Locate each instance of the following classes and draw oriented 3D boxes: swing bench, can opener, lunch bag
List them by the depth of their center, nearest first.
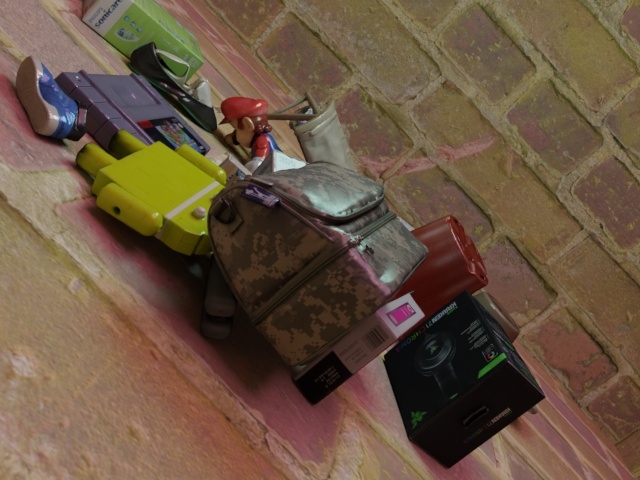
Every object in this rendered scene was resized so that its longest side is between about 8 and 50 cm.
[{"bbox_3d":[-0.008,0.007,0.975,0.256,0.212,0.305,50,26,5],"label":"lunch bag"},{"bbox_3d":[-0.176,0.048,1.022,0.095,0.075,0.283,11,24,-10],"label":"can opener"},{"bbox_3d":[-0.008,-0.253,1.830,0.255,0.165,0.253,36,-28,56],"label":"swing bench"}]

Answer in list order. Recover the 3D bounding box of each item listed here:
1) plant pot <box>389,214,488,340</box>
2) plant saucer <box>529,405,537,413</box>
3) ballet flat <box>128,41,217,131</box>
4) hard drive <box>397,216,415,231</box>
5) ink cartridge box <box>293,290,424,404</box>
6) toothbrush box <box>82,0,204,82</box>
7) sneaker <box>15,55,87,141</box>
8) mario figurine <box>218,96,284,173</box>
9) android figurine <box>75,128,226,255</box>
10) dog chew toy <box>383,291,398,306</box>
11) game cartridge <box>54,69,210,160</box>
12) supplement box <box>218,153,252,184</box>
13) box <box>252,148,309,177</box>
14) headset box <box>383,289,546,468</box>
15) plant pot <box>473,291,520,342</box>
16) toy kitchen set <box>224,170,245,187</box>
[{"bbox_3d":[0.266,0.082,1.688,0.272,0.265,0.272,48,24,-30],"label":"plant pot"},{"bbox_3d":[0.551,0.380,2.098,0.400,0.101,0.400,57,11,-18],"label":"plant saucer"},{"bbox_3d":[-0.338,-0.381,1.626,0.280,0.096,0.095,38,16,-36],"label":"ballet flat"},{"bbox_3d":[0.215,0.030,1.922,0.353,0.233,0.047,32,57,-48],"label":"hard drive"},{"bbox_3d":[0.089,0.179,1.184,0.069,0.176,0.371,50,14,9],"label":"ink cartridge box"},{"bbox_3d":[-0.448,-0.535,1.670,0.283,0.122,0.206,38,17,-36],"label":"toothbrush box"},{"bbox_3d":[-0.408,-0.214,1.014,0.085,0.058,0.152,15,39,-56],"label":"sneaker"},{"bbox_3d":[-0.173,-0.232,1.750,0.320,0.170,0.198,57,-23,-3],"label":"mario figurine"},{"bbox_3d":[-0.230,-0.073,1.016,0.273,0.056,0.248,34,30,5],"label":"android figurine"},{"bbox_3d":[0.037,0.010,1.485,0.332,0.206,0.206,38,14,-4],"label":"dog chew toy"},{"bbox_3d":[-0.342,-0.226,1.268,0.230,0.068,0.355,42,14,-4],"label":"game cartridge"},{"bbox_3d":[-0.187,-0.135,1.467,0.098,0.062,0.036,41,16,-22],"label":"supplement box"},{"bbox_3d":[-0.040,-0.013,1.226,0.169,0.087,0.289,18,49,-30],"label":"box"},{"bbox_3d":[0.282,0.282,1.343,0.131,0.246,0.283,42,16,-23],"label":"headset box"},{"bbox_3d":[0.423,0.271,1.839,0.263,0.229,0.263,45,15,-15],"label":"plant pot"},{"bbox_3d":[-0.093,-0.049,1.385,0.207,0.122,0.166,40,15,-29],"label":"toy kitchen set"}]
